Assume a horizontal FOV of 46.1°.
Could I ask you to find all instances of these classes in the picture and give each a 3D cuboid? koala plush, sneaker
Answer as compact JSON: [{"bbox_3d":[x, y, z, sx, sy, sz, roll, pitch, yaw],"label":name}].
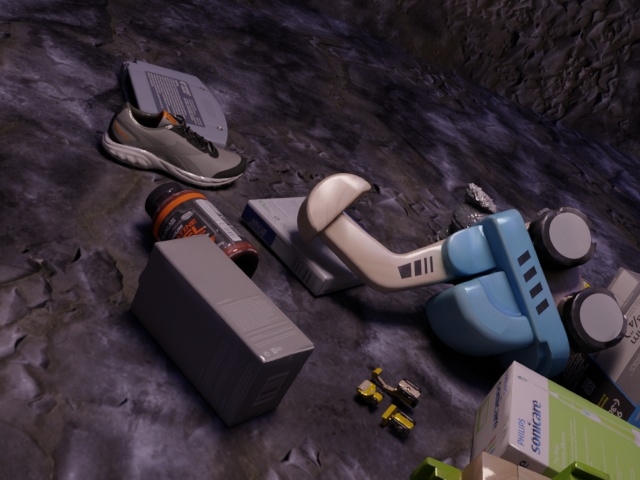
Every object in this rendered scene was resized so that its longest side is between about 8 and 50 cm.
[{"bbox_3d":[0.361,-0.005,1.567,0.221,0.196,0.203,42,41,16],"label":"koala plush"},{"bbox_3d":[-0.257,-0.175,1.384,0.271,0.108,0.100,14,30,-26],"label":"sneaker"}]

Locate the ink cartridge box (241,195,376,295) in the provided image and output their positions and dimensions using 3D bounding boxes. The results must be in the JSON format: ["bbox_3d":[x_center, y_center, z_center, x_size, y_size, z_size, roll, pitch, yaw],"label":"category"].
[{"bbox_3d":[0.000,0.000,1.384,0.224,0.045,0.223,-9,46,-50],"label":"ink cartridge box"}]

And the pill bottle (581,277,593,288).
[{"bbox_3d":[0.490,0.142,1.516,0.103,0.103,0.184,39,31,19],"label":"pill bottle"}]

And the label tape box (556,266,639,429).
[{"bbox_3d":[0.550,0.224,1.233,0.106,0.241,0.334,20,18,-16],"label":"label tape box"}]

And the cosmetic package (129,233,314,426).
[{"bbox_3d":[-0.138,0.113,1.000,0.107,0.127,0.238,-10,48,-48],"label":"cosmetic package"}]

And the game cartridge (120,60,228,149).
[{"bbox_3d":[-0.300,-0.272,1.562,0.198,0.062,0.297,14,31,-32],"label":"game cartridge"}]

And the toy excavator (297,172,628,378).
[{"bbox_3d":[0.226,0.058,1.277,0.445,0.222,0.433,-16,81,-19],"label":"toy excavator"}]

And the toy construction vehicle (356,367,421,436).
[{"bbox_3d":[0.103,0.238,1.107,0.098,0.035,0.086,33,40,15],"label":"toy construction vehicle"}]

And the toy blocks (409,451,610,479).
[{"bbox_3d":[0.282,0.419,0.844,0.381,0.191,0.261,24,40,-8],"label":"toy blocks"}]

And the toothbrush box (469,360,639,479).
[{"bbox_3d":[0.369,0.333,1.082,0.283,0.122,0.206,29,29,1],"label":"toothbrush box"}]

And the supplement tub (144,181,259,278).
[{"bbox_3d":[-0.192,-0.007,1.168,0.198,0.106,0.106,43,32,27],"label":"supplement tub"}]
